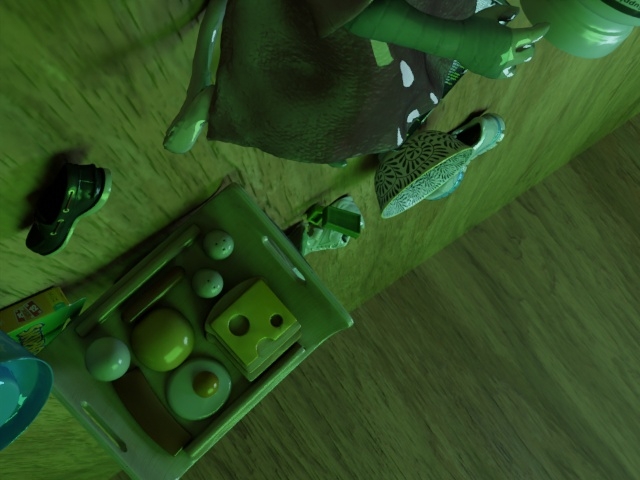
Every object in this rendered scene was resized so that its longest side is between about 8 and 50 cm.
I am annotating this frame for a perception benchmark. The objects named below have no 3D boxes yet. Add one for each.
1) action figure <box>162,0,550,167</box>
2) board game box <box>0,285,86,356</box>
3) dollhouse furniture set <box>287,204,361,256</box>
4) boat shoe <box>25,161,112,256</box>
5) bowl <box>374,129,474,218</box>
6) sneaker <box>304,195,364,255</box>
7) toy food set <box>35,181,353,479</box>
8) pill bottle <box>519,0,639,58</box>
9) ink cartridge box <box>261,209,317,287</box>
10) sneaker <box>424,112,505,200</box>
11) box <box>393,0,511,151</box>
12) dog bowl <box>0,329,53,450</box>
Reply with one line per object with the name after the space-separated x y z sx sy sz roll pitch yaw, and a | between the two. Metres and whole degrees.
0.003 -0.210 0.578 0.275 0.248 0.370 5 161 13 | action figure
-0.381 0.129 1.059 0.259 0.039 0.124 -24 163 -36 | board game box
0.000 0.000 1.493 0.058 0.076 0.152 18 143 -22 | dollhouse furniture set
-0.228 -0.027 0.848 0.042 0.049 0.133 11 148 -35 | boat shoe
0.138 -0.114 1.452 0.170 0.080 0.170 -33 169 -7 | bowl
0.006 -0.006 1.571 0.152 0.061 0.053 -39 170 26 | sneaker
-0.139 0.115 1.104 0.306 0.220 0.092 -42 -171 -10 | toy food set
0.324 -0.314 0.957 0.162 0.162 0.278 -27 166 -34 | pill bottle
-0.123 0.066 1.325 0.211 0.121 0.289 -35 169 0 | ink cartridge box
0.220 -0.144 1.637 0.191 0.071 0.083 -50 158 24 | sneaker
0.063 -0.175 0.893 0.190 0.045 0.184 9 132 -48 | box
-0.395 0.158 0.919 0.297 0.074 0.166 -5 134 -55 | dog bowl
